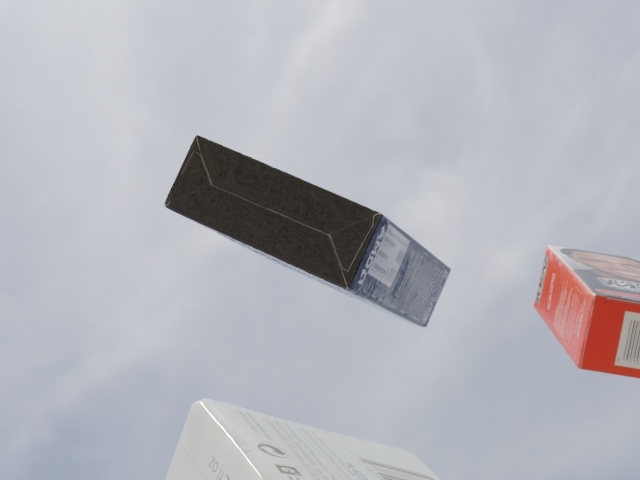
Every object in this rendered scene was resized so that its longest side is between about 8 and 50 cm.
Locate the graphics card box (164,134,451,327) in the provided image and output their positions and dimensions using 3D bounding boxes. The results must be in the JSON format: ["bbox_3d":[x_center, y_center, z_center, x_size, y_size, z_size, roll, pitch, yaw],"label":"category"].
[{"bbox_3d":[0.000,0.000,1.387,0.232,0.371,0.094,24,-91,21],"label":"graphics card box"}]

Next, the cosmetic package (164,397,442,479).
[{"bbox_3d":[-0.024,0.447,1.373,0.327,0.329,0.394,19,-85,-25],"label":"cosmetic package"}]

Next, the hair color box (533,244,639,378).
[{"bbox_3d":[0.169,0.039,0.677,0.072,0.141,0.043,9,-81,-2],"label":"hair color box"}]
